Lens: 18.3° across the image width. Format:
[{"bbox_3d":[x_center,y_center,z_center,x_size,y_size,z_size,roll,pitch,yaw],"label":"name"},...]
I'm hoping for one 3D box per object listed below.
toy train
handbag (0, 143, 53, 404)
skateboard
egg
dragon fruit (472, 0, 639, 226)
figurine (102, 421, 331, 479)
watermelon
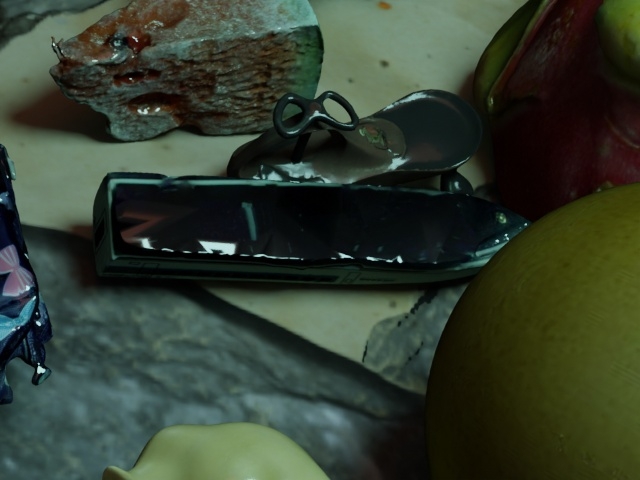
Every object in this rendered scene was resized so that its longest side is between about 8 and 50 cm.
[{"bbox_3d":[0.000,0.000,1.111,0.252,0.048,0.055,3,62,-18],"label":"toy train"},{"bbox_3d":[-0.231,-0.021,1.016,0.162,0.113,0.260,-10,57,-16],"label":"handbag"},{"bbox_3d":[0.022,-0.056,1.139,0.151,0.080,0.067,-10,61,-21],"label":"skateboard"},{"bbox_3d":[0.197,0.105,0.933,0.250,0.250,0.322,-29,41,-34],"label":"egg"},{"bbox_3d":[0.256,-0.099,1.151,0.305,0.226,0.305,10,50,-12],"label":"dragon fruit"},{"bbox_3d":[-0.071,0.168,0.918,0.114,0.108,0.196,34,56,17],"label":"figurine"},{"bbox_3d":[-0.064,-0.098,1.144,0.121,0.098,0.158,21,43,21],"label":"watermelon"}]
